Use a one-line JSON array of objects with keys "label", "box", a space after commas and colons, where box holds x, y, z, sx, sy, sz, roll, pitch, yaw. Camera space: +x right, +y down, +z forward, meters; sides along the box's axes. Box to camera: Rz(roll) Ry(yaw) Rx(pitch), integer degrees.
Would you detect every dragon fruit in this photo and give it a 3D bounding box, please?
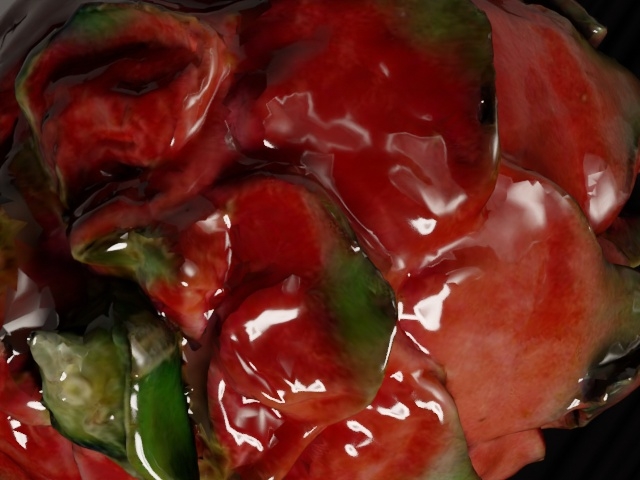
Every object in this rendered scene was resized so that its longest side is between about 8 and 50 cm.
[{"label": "dragon fruit", "box": [0.000, 0.000, 0.464, 0.193, 0.192, 0.274, 44, -155, 18]}]
